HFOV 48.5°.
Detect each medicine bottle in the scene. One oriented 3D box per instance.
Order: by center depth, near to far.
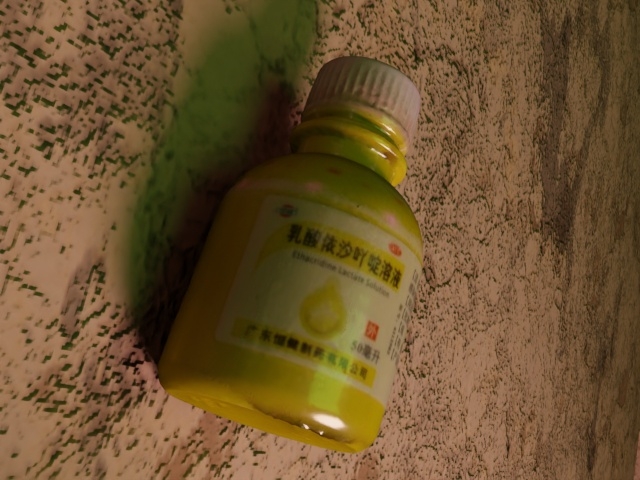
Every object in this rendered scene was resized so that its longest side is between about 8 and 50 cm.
[{"bbox_3d":[0.000,0.000,0.405,0.122,0.122,0.212,43,59,-50],"label":"medicine bottle"}]
